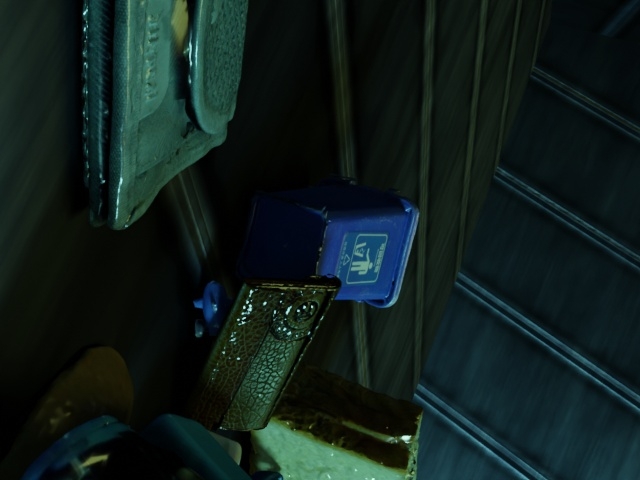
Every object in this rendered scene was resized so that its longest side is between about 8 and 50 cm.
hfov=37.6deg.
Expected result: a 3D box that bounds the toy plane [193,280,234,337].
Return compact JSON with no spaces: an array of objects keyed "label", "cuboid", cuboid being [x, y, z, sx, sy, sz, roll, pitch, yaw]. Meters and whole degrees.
[{"label":"toy plane","cuboid":[-0.120,0.100,1.127,0.167,0.054,0.062,89,-1,-48]}]

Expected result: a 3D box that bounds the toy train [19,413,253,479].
[{"label":"toy train","cuboid":[-0.175,0.290,0.786,0.300,0.188,0.265,-46,159,-4]}]

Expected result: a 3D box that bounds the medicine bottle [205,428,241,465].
[{"label":"medicine bottle","cuboid":[-0.187,0.385,1.081,0.179,0.124,0.324,-30,137,-68]}]

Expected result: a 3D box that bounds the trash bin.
[{"label":"trash bin","cuboid":[0.000,0.000,1.231,0.234,0.184,0.163,-4,109,-59]}]

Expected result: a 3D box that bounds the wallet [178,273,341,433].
[{"label":"wallet","cuboid":[-0.074,0.139,1.107,0.132,0.039,0.243,4,127,-34]}]

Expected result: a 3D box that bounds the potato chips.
[{"label":"potato chips","cuboid":[-0.230,0.195,0.859,0.202,0.049,0.150,-47,146,-44]}]

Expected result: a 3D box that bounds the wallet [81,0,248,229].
[{"label":"wallet","cuboid":[-0.112,-0.199,0.779,0.237,0.075,0.342,-53,155,-56]}]

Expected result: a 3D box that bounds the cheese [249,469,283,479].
[{"label":"cheese","cuboid":[-0.125,0.503,1.397,0.217,0.129,0.329,-2,110,-73]}]

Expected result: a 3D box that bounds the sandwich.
[{"label":"sandwich","cuboid":[0.020,0.354,1.475,0.131,0.262,0.325,-58,159,-45]}]
